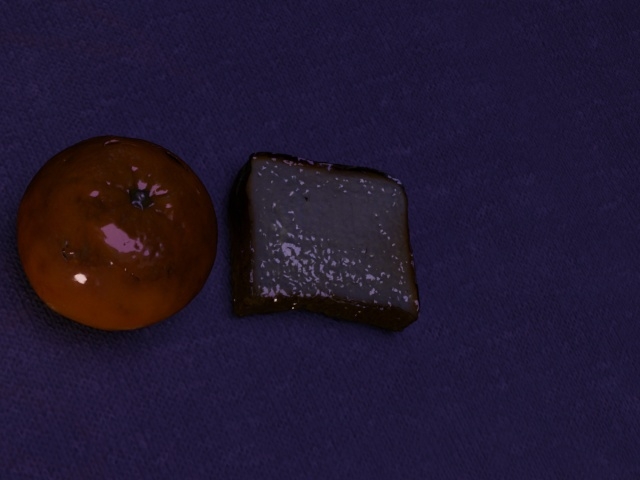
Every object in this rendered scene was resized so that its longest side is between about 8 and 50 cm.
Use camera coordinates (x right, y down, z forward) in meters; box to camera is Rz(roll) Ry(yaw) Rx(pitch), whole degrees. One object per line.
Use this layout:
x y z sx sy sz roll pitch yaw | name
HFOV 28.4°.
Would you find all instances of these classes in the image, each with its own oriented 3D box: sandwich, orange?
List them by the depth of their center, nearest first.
-0.285 -0.008 1.789 0.283 0.226 0.284 10 60 -17 | orange
0.000 0.000 2.009 0.301 0.099 0.271 7 60 -21 | sandwich
